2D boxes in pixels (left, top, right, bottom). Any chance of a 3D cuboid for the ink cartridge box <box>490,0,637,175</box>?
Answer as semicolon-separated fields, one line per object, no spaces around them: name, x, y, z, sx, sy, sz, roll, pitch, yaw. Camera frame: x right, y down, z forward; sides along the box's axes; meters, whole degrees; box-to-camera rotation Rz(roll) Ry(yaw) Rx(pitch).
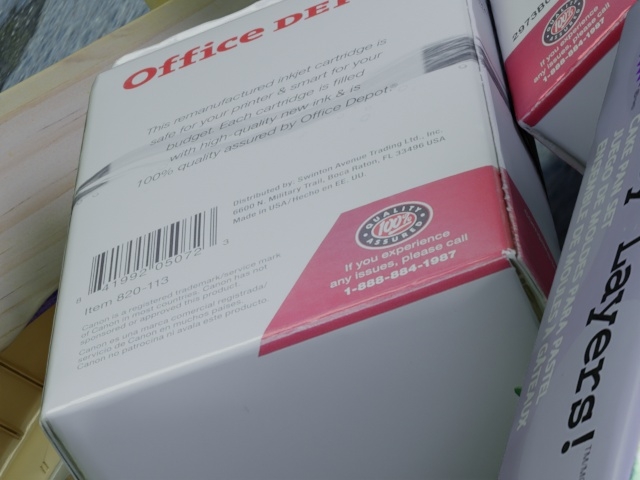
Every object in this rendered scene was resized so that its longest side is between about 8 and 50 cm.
ink cartridge box;0.168;-0.147;0.927;0.172;0.100;0.237;-46;25;24

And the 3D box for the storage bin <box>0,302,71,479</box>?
storage bin;-0.221;0.142;1.313;0.262;0.123;0.260;-58;23;-1

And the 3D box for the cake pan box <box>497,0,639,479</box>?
cake pan box;0.163;0.089;0.432;0.070;0.267;0.245;-38;26;60

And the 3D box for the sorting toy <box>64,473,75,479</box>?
sorting toy;-0.056;0.173;0.985;0.257;0.089;0.255;-49;24;21

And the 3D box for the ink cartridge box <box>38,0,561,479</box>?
ink cartridge box;0.000;0.000;0.890;0.207;0.117;0.283;-20;32;12

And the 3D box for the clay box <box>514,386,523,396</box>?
clay box;0.174;0.051;0.631;0.222;0.127;0.053;-13;49;58

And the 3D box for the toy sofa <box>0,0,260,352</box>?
toy sofa;-0.157;-0.053;1.219;0.362;0.177;0.150;-35;-2;-33
